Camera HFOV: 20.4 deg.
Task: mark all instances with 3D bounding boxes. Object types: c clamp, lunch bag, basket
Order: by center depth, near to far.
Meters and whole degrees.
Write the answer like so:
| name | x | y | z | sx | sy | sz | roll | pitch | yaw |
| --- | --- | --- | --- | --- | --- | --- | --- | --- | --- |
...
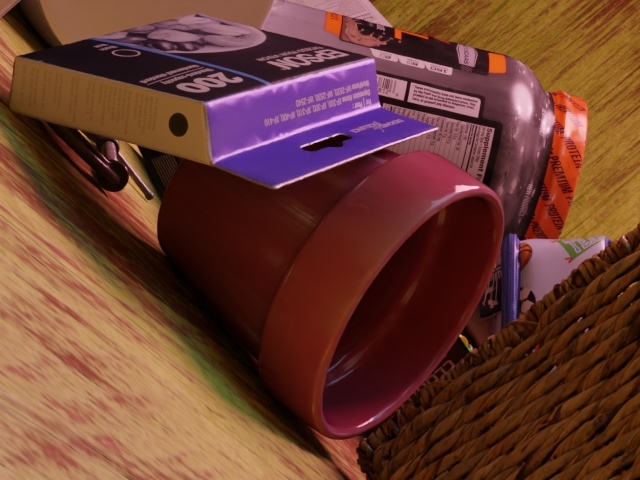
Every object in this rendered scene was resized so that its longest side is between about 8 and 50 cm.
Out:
| name | x | y | z | sx | sy | sz | roll | pitch | yaw |
| --- | --- | --- | --- | --- | --- | --- | --- | --- | --- |
| basket | 0.215 | 0.166 | 1.176 | 0.213 | 0.299 | 0.223 | 47 | 5 | -31 |
| c clamp | -0.162 | -0.072 | 1.265 | 0.137 | 0.022 | 0.160 | 49 | 4 | -11 |
| lunch bag | 0.193 | 0.147 | 1.492 | 0.303 | 0.115 | 0.243 | 77 | 16 | -58 |

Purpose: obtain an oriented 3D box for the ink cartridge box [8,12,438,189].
| name | x | y | z | sx | sy | sz | roll | pitch | yaw |
| --- | --- | --- | --- | --- | --- | --- | --- | --- | --- |
| ink cartridge box | -0.057 | -0.097 | 1.161 | 0.208 | 0.045 | 0.206 | 18 | 22 | 27 |

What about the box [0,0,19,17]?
| name | x | y | z | sx | sy | sz | roll | pitch | yaw |
| --- | --- | --- | --- | --- | --- | --- | --- | --- | --- |
| box | -0.345 | -0.320 | 1.311 | 0.322 | 0.058 | 0.232 | 49 | 4 | -30 |

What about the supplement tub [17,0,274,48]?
| name | x | y | z | sx | sy | sz | roll | pitch | yaw |
| --- | --- | --- | --- | --- | --- | --- | --- | --- | --- |
| supplement tub | -0.163 | -0.274 | 1.564 | 0.235 | 0.235 | 0.325 | 48 | 5 | -25 |

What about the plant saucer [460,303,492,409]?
| name | x | y | z | sx | sy | sz | roll | pitch | yaw |
| --- | --- | --- | --- | --- | --- | --- | --- | --- | --- |
| plant saucer | 0.141 | 0.085 | 1.911 | 0.310 | 0.050 | 0.310 | 50 | -12 | 14 |

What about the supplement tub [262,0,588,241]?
| name | x | y | z | sx | sy | sz | roll | pitch | yaw |
| --- | --- | --- | --- | --- | --- | --- | --- | --- | --- |
| supplement tub | 0.071 | -0.098 | 1.707 | 0.338 | 0.207 | 0.207 | 14 | 8 | -4 |

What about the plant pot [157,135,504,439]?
| name | x | y | z | sx | sy | sz | roll | pitch | yaw |
| --- | --- | --- | --- | --- | --- | --- | --- | --- | --- |
| plant pot | -0.004 | 0.005 | 1.213 | 0.180 | 0.201 | 0.201 | 35 | -2 | 25 |

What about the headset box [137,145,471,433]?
| name | x | y | z | sx | sy | sz | roll | pitch | yaw |
| --- | --- | --- | --- | --- | --- | --- | --- | --- | --- |
| headset box | -0.003 | 0.020 | 1.491 | 0.293 | 0.110 | 0.218 | 47 | 6 | -33 |

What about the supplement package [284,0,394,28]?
| name | x | y | z | sx | sy | sz | roll | pitch | yaw |
| --- | --- | --- | --- | --- | --- | --- | --- | --- | --- |
| supplement package | -0.007 | -0.191 | 2.299 | 0.262 | 0.198 | 0.199 | -126 | -160 | -45 |

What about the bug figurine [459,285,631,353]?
| name | x | y | z | sx | sy | sz | roll | pitch | yaw |
| --- | --- | --- | --- | --- | --- | --- | --- | --- | --- |
| bug figurine | 0.170 | 0.086 | 1.692 | 0.279 | 0.216 | 0.072 | 97 | 4 | -52 |
